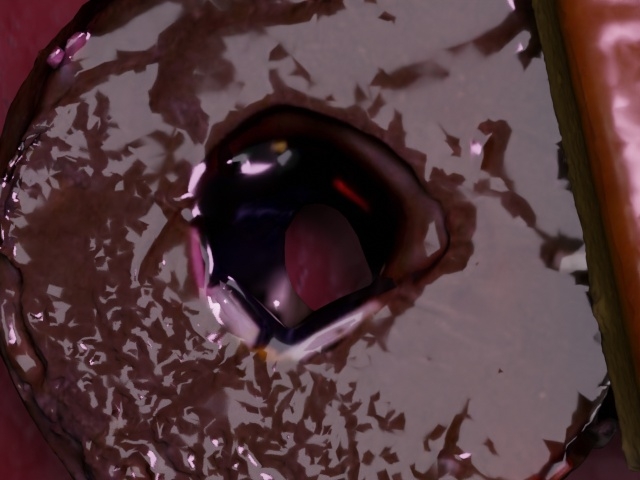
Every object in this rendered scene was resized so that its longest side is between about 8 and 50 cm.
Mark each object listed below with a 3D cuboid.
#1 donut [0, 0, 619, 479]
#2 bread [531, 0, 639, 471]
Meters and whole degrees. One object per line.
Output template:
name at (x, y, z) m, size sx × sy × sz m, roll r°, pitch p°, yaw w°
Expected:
donut at (0.000, 0.000, 0.505) m, size 0.269 × 0.103 × 0.270 m, roll 0°, pitch 90°, yaw 14°
bread at (0.115, -0.044, 0.411) m, size 0.088 × 0.049 × 0.226 m, roll -7°, pitch 79°, yaw -6°
